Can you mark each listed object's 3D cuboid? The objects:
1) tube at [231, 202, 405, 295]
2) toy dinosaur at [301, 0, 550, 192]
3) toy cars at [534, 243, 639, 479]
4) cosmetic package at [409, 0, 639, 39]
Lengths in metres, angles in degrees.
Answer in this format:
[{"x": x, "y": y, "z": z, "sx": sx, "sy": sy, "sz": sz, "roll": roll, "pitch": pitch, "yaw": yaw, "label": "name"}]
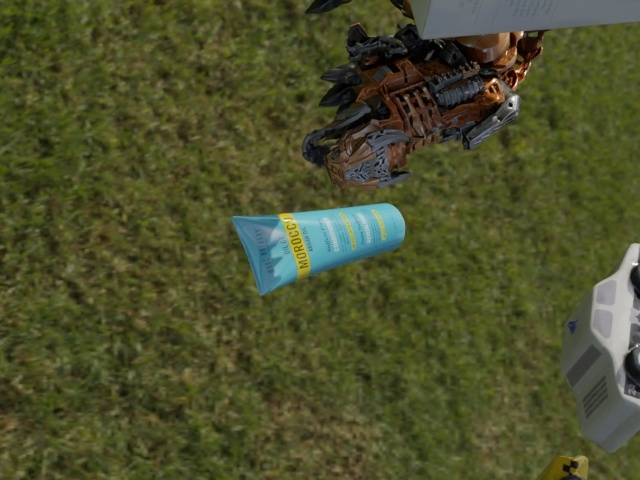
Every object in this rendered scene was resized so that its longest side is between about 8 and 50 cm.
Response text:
[{"x": 0.000, "y": 0.000, "z": 1.069, "sx": 0.207, "sy": 0.052, "sz": 0.080, "roll": -12, "pitch": 74, "yaw": -44, "label": "tube"}, {"x": 0.102, "y": -0.153, "z": 0.927, "sx": 0.322, "sy": 0.218, "sz": 0.164, "roll": -20, "pitch": 128, "yaw": -41, "label": "toy dinosaur"}, {"x": 0.221, "y": 0.184, "z": 0.953, "sx": 0.087, "sy": 0.176, "sz": 0.393, "roll": 18, "pitch": 93, "yaw": -1, "label": "toy cars"}, {"x": 0.165, "y": -0.280, "z": 0.764, "sx": 0.225, "sy": 0.138, "sz": 0.224, "roll": -6, "pitch": 62, "yaw": -8, "label": "cosmetic package"}]
